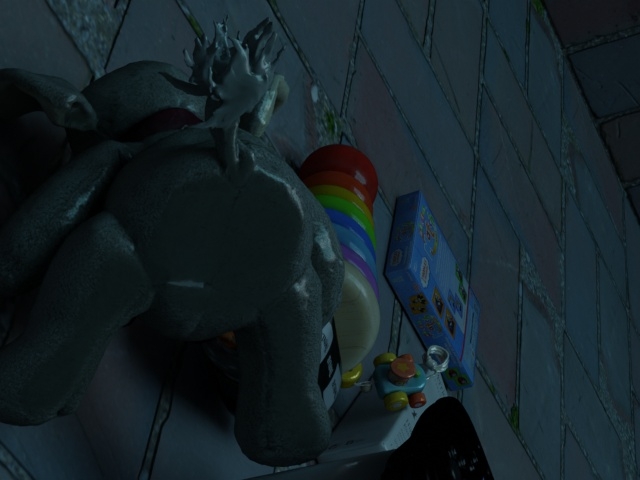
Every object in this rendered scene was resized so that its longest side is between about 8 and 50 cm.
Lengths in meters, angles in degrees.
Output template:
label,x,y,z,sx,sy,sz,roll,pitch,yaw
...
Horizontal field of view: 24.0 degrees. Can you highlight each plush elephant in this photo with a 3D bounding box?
label,x,y,z,sx,sy,sz,roll,pitch,yaw
plush elephant,-0.124,-0.028,1.129,0.255,0.272,0.330,-138,-123,-62

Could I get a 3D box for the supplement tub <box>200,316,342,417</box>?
label,x,y,z,sx,sy,sz,roll,pitch,yaw
supplement tub,-0.043,0.085,1.296,0.190,0.117,0.117,81,4,-64

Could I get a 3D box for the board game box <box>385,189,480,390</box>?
label,x,y,z,sx,sy,sz,roll,pitch,yaw
board game box,0.149,0.065,1.949,0.211,0.039,0.160,61,25,-32

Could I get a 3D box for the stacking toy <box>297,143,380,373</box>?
label,x,y,z,sx,sy,sz,roll,pitch,yaw
stacking toy,0.000,0.000,1.546,0.330,0.141,0.141,-79,147,-61

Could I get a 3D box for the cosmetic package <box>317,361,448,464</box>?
label,x,y,z,sx,sy,sz,roll,pitch,yaw
cosmetic package,0.081,0.227,1.621,0.117,0.085,0.231,70,23,-12

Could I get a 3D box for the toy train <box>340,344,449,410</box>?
label,x,y,z,sx,sy,sz,roll,pitch,yaw
toy train,0.054,0.104,1.577,0.125,0.166,0.046,-58,173,-36

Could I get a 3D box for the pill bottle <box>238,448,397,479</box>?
label,x,y,z,sx,sy,sz,roll,pitch,yaw
pill bottle,0.016,0.374,1.181,0.224,0.224,0.392,9,68,-66

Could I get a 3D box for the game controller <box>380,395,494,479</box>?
label,x,y,z,sx,sy,sz,roll,pitch,yaw
game controller,0.132,0.278,1.132,0.166,0.067,0.319,-38,110,-61
